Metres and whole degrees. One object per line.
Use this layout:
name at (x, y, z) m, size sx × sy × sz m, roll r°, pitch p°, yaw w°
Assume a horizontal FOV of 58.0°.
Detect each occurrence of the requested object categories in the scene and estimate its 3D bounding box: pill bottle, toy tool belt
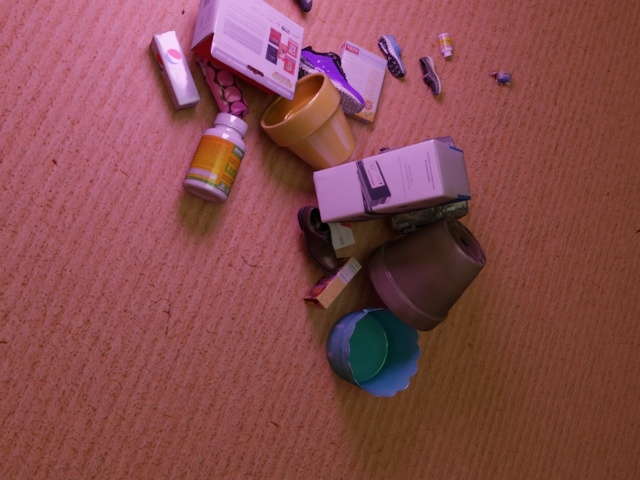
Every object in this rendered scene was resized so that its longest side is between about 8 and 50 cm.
pill bottle at (0.471, -0.732, 2.166) m, size 0.043 × 0.043 × 0.083 m, roll -14°, pitch 92°, yaw -25°
toy tool belt at (0.712, -0.638, 2.267) m, size 0.083 × 0.052 × 0.051 m, roll -1°, pitch 78°, yaw -24°
pill bottle at (-0.304, -0.246, 1.716) m, size 0.136 × 0.136 × 0.246 m, roll 24°, pitch 76°, yaw -21°

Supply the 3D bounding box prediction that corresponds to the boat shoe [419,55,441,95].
boat shoe at (0.399, -0.603, 2.121) m, size 0.049 × 0.056 × 0.152 m, roll -15°, pitch 83°, yaw -20°

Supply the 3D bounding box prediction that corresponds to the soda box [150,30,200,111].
soda box at (-0.432, -0.501, 1.712) m, size 0.069 × 0.074 × 0.216 m, roll -23°, pitch 95°, yaw -24°

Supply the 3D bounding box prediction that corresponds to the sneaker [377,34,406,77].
sneaker at (0.271, -0.662, 2.059) m, size 0.073 × 0.063 × 0.162 m, roll -28°, pitch 98°, yaw -27°

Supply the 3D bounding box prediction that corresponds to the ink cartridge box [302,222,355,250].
ink cartridge box at (0.024, -0.018, 1.890) m, size 0.150 × 0.063 × 0.109 m, roll -18°, pitch 93°, yaw -24°

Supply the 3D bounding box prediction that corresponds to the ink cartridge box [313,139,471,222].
ink cartridge box at (0.220, -0.167, 1.760) m, size 0.285 × 0.394 × 0.167 m, roll -3°, pitch 83°, yaw -59°

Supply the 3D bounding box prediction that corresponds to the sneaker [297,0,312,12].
sneaker at (-0.120, -0.843, 1.888) m, size 0.132 × 0.086 × 0.229 m, roll -19°, pitch 84°, yaw -20°

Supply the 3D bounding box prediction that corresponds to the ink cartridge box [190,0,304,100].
ink cartridge box at (-0.216, -0.574, 1.723) m, size 0.309 × 0.130 × 0.272 m, roll 22°, pitch 66°, yaw -38°

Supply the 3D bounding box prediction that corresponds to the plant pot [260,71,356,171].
plant pot at (-0.019, -0.354, 1.814) m, size 0.239 × 0.254 × 0.254 m, roll 48°, pitch 68°, yaw -32°

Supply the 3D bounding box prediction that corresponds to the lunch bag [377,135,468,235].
lunch bag at (0.339, -0.185, 1.981) m, size 0.255 × 0.212 × 0.306 m, roll -11°, pitch 88°, yaw -7°

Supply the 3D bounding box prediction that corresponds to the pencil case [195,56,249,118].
pencil case at (-0.298, -0.468, 1.764) m, size 0.210 × 0.095 × 0.098 m, roll 65°, pitch 31°, yaw -5°

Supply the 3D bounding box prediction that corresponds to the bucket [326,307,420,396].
bucket at (0.166, 0.351, 1.861) m, size 0.280 × 0.183 × 0.282 m, roll 2°, pitch 86°, yaw -25°

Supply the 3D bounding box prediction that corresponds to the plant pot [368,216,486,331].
plant pot at (0.361, 0.081, 1.846) m, size 0.323 × 0.280 × 0.323 m, roll 33°, pitch 32°, yaw -24°

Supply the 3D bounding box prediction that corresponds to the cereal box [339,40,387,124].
cereal box at (0.127, -0.543, 1.989) m, size 0.172 × 0.047 × 0.240 m, roll 20°, pitch 77°, yaw -23°

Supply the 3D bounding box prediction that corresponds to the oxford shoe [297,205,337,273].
oxford shoe at (0.000, 0.000, 1.792) m, size 0.082 × 0.096 × 0.227 m, roll -28°, pitch 99°, yaw -24°

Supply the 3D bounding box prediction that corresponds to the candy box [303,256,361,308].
candy box at (0.038, 0.135, 1.860) m, size 0.053 × 0.109 × 0.187 m, roll 48°, pitch 68°, yaw -14°

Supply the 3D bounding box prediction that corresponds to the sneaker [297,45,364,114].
sneaker at (0.040, -0.540, 1.882) m, size 0.293 × 0.102 × 0.146 m, roll 35°, pitch 67°, yaw 3°
